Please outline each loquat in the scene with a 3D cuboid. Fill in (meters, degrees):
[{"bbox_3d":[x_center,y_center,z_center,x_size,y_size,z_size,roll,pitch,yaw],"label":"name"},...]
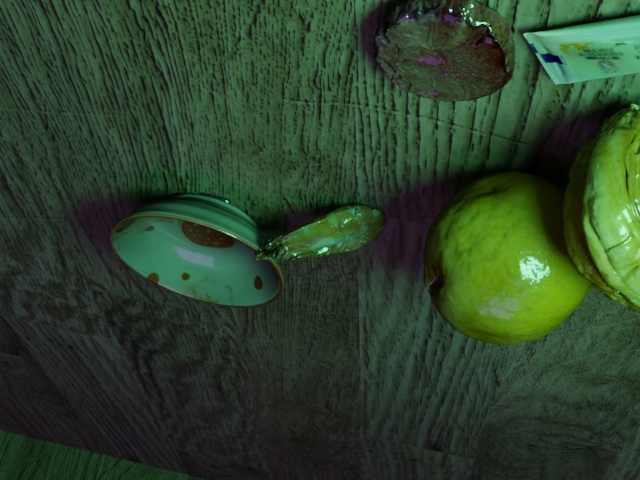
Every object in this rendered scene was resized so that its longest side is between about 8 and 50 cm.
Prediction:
[{"bbox_3d":[0.222,0.022,1.291,0.208,0.208,0.208,12,154,6],"label":"loquat"}]

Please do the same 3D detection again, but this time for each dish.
[{"bbox_3d":[-0.167,0.000,1.592,0.260,0.085,0.260,13,152,7],"label":"dish"}]

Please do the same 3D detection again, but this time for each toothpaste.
[{"bbox_3d":[0.338,-0.183,0.991,0.314,0.058,0.056,-2,-167,39],"label":"toothpaste"}]

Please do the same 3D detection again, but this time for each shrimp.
[{"bbox_3d":[0.000,0.000,1.475,0.184,0.043,0.091,-14,143,-3],"label":"shrimp"}]

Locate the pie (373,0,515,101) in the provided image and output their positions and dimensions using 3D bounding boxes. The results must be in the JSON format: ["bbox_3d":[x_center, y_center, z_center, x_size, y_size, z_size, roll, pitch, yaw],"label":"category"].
[{"bbox_3d":[0.126,-0.191,1.104,0.154,0.036,0.154,12,154,6],"label":"pie"}]

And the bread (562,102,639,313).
[{"bbox_3d":[0.349,-0.020,1.135,0.236,0.198,0.120,30,156,-29],"label":"bread"}]
